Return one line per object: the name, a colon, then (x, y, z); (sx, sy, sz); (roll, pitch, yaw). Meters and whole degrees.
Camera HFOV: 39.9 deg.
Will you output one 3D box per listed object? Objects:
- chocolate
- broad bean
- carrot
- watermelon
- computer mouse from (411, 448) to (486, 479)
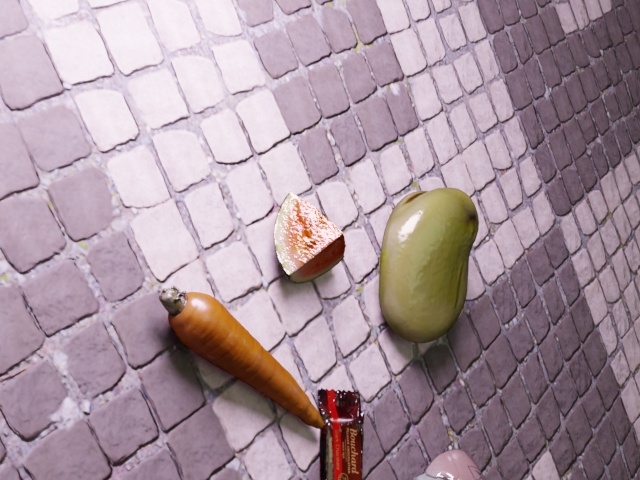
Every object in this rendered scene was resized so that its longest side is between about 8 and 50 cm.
chocolate: (0.028, 0.304, 1.262); (0.086, 0.028, 0.182); (10, 72, -38)
broad bean: (0.173, 0.033, 1.415); (0.189, 0.121, 0.263); (25, 65, -37)
carrot: (-0.090, 0.157, 1.146); (0.336, 0.069, 0.069); (44, 52, -34)
watermelon: (0.000, 0.000, 1.258); (0.135, 0.094, 0.125); (21, 58, -47)
computer mouse: (0.205, 0.510, 1.338); (0.199, 0.115, 0.389); (29, 60, -36)
